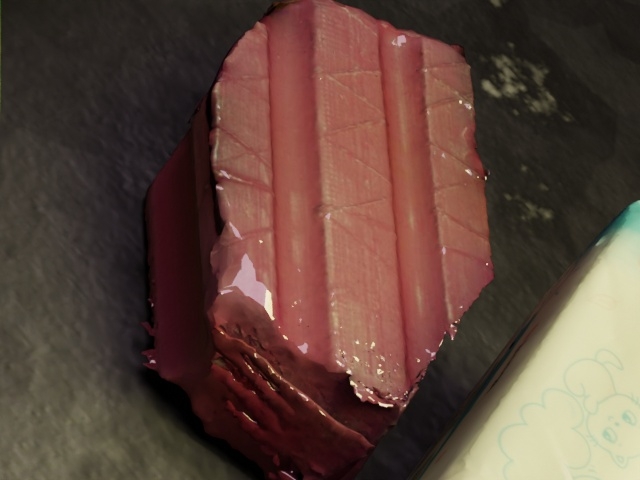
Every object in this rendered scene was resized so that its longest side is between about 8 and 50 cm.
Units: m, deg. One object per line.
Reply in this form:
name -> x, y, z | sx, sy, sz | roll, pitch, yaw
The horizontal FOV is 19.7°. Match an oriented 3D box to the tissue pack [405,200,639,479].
tissue pack -> 0.107, 0.129, 0.899 | 0.124, 0.201, 0.271 | 35, 44, 8

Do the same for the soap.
soap -> 0.000, 0.000, 1.000 | 0.182, 0.112, 0.289 | 13, 49, -23
